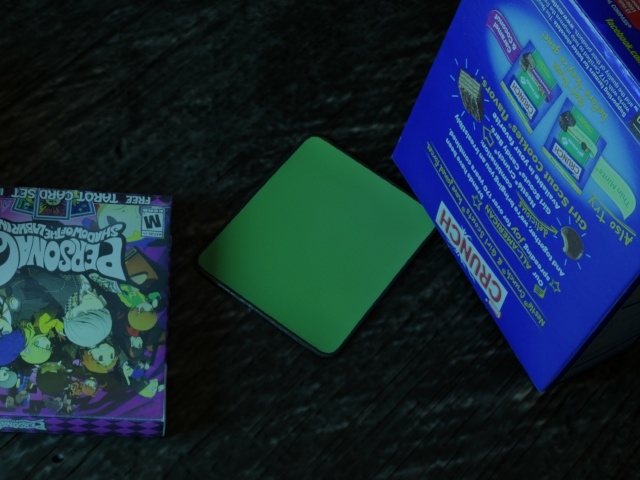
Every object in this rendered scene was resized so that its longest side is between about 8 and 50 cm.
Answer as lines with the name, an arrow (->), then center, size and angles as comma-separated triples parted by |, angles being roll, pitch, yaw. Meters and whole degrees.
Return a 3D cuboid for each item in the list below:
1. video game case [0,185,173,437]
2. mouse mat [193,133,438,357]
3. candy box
video game case -> -0.237, 0.053, 1.135 | 0.232, 0.042, 0.210 | 4, 60, -8
mouse mat -> 0.000, 0.000, 1.231 | 0.152, 0.007, 0.190 | 34, 58, 11
candy box -> 0.204, -0.074, 1.128 | 0.122, 0.317, 0.268 | -19, 65, -27
